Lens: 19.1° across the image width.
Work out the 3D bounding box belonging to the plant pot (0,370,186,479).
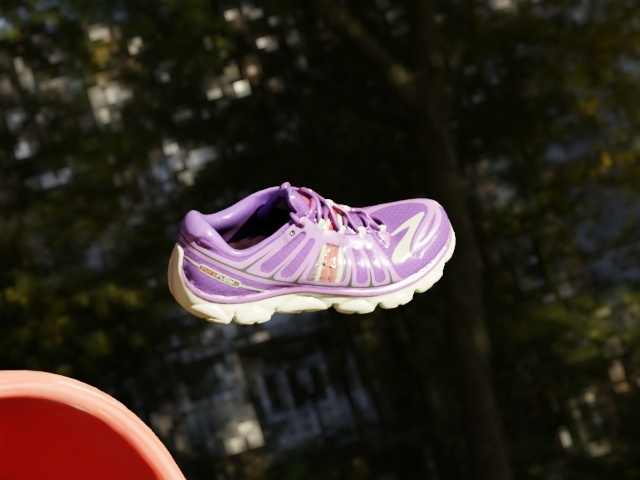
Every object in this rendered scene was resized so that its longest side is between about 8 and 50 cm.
[{"bbox_3d":[-0.216,0.184,0.795,0.243,0.275,0.275,0,2,36],"label":"plant pot"}]

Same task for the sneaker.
[{"bbox_3d":[0.000,0.000,1.047,0.170,0.068,0.071,-10,-52,-26],"label":"sneaker"}]
